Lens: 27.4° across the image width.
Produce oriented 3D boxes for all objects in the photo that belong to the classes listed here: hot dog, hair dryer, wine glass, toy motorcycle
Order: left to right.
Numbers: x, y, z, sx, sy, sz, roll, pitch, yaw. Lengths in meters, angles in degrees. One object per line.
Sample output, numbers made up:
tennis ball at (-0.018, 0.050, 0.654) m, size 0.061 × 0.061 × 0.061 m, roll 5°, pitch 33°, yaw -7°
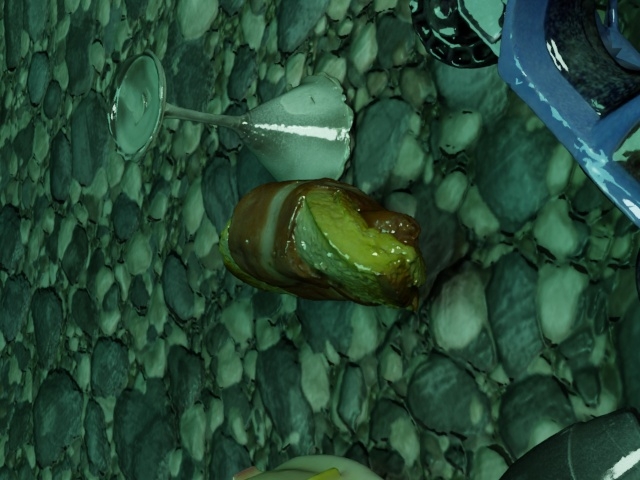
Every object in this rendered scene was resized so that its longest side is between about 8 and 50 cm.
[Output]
wine glass at (-0.077, -0.096, 1.097) m, size 0.122 × 0.183 × 0.122 m, roll -12°, pitch 75°, yaw 56°
hot dog at (0.003, -0.004, 1.015) m, size 0.262 × 0.123 × 0.093 m, roll 3°, pitch 74°, yaw 54°
hair dryer at (0.162, 0.252, 0.731) m, size 0.235 × 0.091 × 0.271 m, roll -47°, pitch 52°, yaw 14°
toy motorcycle at (0.193, -0.091, 0.651) m, size 0.358 × 0.125 × 0.212 m, roll 48°, pitch 129°, yaw 19°

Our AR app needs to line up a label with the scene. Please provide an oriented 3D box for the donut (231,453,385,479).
donut at (-0.029, 0.350, 0.974) m, size 0.383 × 0.143 × 0.382 m, roll -14°, pitch 73°, yaw 55°
